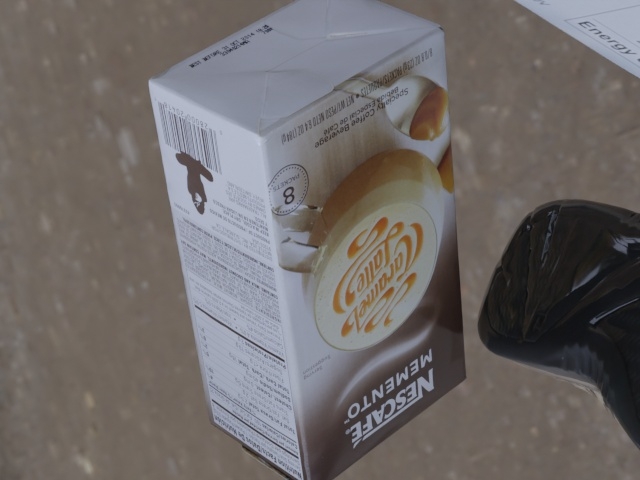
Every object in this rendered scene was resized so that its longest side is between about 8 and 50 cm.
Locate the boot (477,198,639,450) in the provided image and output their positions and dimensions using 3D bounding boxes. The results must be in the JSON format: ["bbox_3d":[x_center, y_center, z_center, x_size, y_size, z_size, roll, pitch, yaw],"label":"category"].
[{"bbox_3d":[0.278,0.098,0.911,0.138,0.284,0.377,-64,23,-4],"label":"boot"}]

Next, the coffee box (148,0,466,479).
[{"bbox_3d":[0.000,0.000,0.946,0.098,0.141,0.246,28,139,39],"label":"coffee box"}]

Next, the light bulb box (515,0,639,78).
[{"bbox_3d":[0.224,-0.195,0.566,0.361,0.358,0.225,-6,63,57],"label":"light bulb box"}]
